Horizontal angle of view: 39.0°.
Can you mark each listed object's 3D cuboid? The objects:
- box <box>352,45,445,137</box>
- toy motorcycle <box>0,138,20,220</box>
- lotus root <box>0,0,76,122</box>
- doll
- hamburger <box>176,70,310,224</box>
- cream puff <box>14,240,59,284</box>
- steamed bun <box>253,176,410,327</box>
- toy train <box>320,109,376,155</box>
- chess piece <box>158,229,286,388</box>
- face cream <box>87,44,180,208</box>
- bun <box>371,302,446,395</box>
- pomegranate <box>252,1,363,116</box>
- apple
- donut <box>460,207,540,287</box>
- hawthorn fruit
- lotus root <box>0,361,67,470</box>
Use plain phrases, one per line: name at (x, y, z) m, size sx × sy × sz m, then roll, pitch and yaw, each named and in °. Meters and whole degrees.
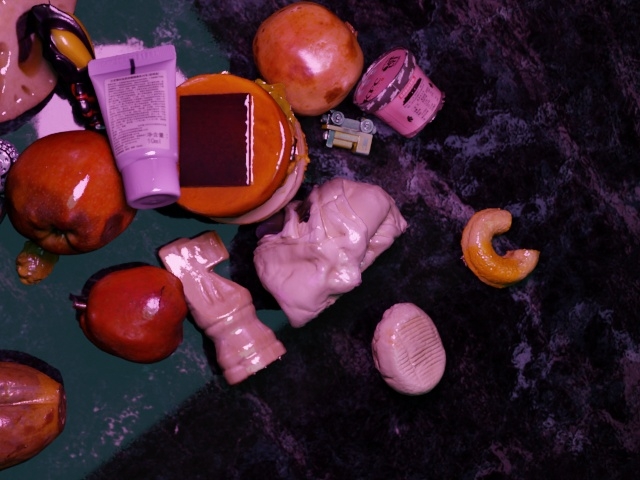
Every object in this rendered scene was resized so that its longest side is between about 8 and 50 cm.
box at (0.164, -0.291, 1.814) m, size 0.135 × 0.151 × 0.151 m, roll 37°, pitch 80°, yaw -23°
toy motorcycle at (-0.667, -0.070, 1.577) m, size 0.307 × 0.108 × 0.173 m, roll -17°, pitch 101°, yaw -14°
lotus root at (-0.575, -0.397, 1.529) m, size 0.375 × 0.111 × 0.390 m, roll -33°, pitch 122°, yaw -39°
doll at (-0.431, -0.311, 1.597) m, size 0.088 × 0.127 × 0.248 m, roll -32°, pitch 126°, yaw -16°
hamburger at (-0.163, -0.165, 1.642) m, size 0.291 × 0.225 × 0.290 m, roll 0°, pitch 89°, yaw 15°
cream puff at (-0.523, 0.039, 1.651) m, size 0.058 × 0.083 × 0.083 m, roll 13°, pitch 101°, yaw 22°
steamed bun at (0.000, 0.000, 1.718) m, size 0.206 × 0.275 × 0.320 m, roll 49°, pitch 41°, yaw -1°
toy train at (0.054, -0.219, 1.831) m, size 0.122 × 0.050 × 0.081 m, roll 9°, pitch 96°, yaw -19°
chess piece at (-0.194, 0.123, 1.733) m, size 0.137 × 0.137 × 0.300 m, roll -31°, pitch 89°, yaw -15°
face cream at (-0.303, -0.194, 1.525) m, size 0.154 × 0.096 × 0.273 m, roll -11°, pitch 78°, yaw 3°
bun at (0.175, 0.223, 1.851) m, size 0.164 × 0.111 × 0.188 m, roll -28°, pitch 97°, yaw -32°
pomegranate at (-0.016, -0.348, 1.719) m, size 0.216 × 0.215 × 0.215 m, roll 0°, pitch 91°, yaw -18°
apple at (-0.436, -0.076, 1.577) m, size 0.230 × 0.230 × 0.229 m, roll 0°, pitch 91°, yaw -18°
donut at (0.381, 0.022, 1.924) m, size 0.146 × 0.078 × 0.181 m, roll -37°, pitch 100°, yaw -16°
hawthorn fruit at (-0.347, 0.128, 1.644) m, size 0.202 × 0.185 × 0.185 m, roll 8°, pitch 89°, yaw -14°
lotus root at (-0.537, 0.302, 1.574) m, size 0.180 × 0.199 × 0.188 m, roll -3°, pitch 99°, yaw -13°
